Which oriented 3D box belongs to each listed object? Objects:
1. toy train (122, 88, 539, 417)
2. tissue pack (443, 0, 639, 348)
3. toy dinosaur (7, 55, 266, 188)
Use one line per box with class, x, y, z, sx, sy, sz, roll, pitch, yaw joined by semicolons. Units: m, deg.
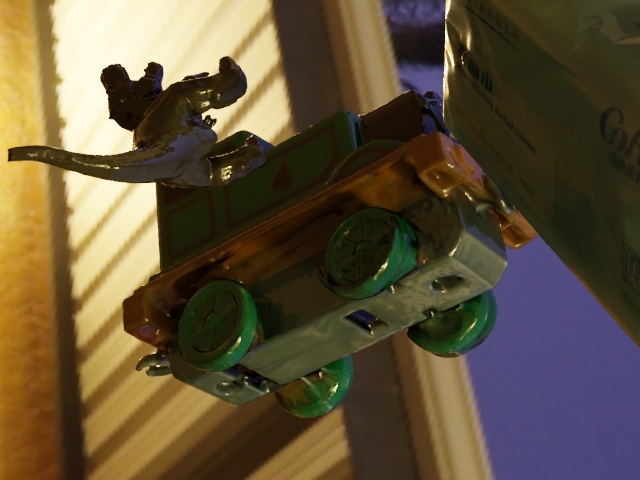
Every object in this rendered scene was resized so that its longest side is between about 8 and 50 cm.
toy train;0.000;0.000;1.264;0.429;0.178;0.249;-27;-127;25
tissue pack;0.159;-0.061;0.780;0.263;0.089;0.177;53;-24;42
toy dinosaur;-0.135;-0.064;0.972;0.187;0.179;0.087;26;-45;64
